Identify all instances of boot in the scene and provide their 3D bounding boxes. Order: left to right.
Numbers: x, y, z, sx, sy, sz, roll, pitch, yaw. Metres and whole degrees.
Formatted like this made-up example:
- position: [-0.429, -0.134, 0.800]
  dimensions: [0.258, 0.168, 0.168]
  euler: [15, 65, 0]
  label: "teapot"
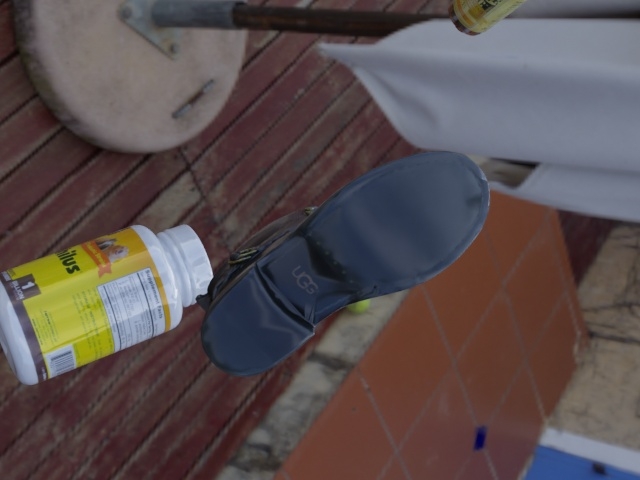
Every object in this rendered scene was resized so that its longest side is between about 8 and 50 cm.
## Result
- position: [0.000, 0.000, 0.800]
  dimensions: [0.263, 0.229, 0.091]
  euler: [-31, 101, 3]
  label: "boot"

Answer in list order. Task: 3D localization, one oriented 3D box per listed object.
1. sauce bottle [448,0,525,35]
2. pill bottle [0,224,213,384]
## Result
- position: [0.147, -0.202, 0.746]
  dimensions: [0.042, 0.128, 0.042]
  euler: [9, 68, -24]
  label: "sauce bottle"
- position: [-0.223, 0.057, 0.999]
  dimensions: [0.215, 0.117, 0.117]
  euler: [-21, 117, -23]
  label: "pill bottle"
